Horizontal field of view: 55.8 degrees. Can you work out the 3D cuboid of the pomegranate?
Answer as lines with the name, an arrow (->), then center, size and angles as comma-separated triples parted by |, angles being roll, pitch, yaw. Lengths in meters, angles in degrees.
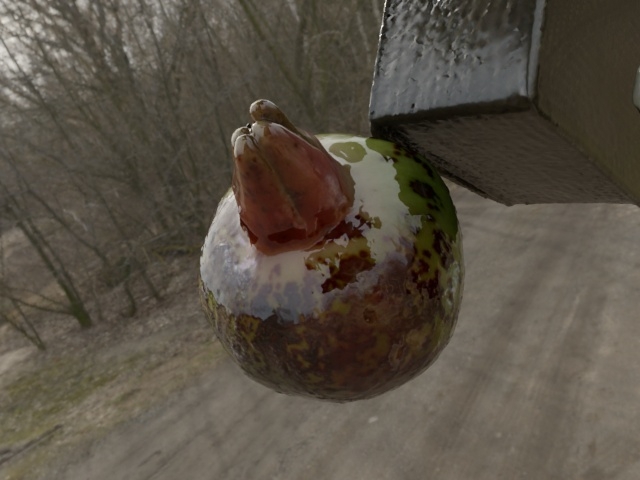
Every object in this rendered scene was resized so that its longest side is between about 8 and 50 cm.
pomegranate -> 0.000, 0.000, 0.437 | 0.214, 0.248, 0.214 | -9, 55, 13

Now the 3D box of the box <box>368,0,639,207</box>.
box -> 0.183, -0.139, 0.523 | 0.143, 0.184, 0.273 | 4, -9, 43

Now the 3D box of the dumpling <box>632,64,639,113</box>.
dumpling -> 0.271, -0.059, 0.353 | 0.092, 0.176, 0.150 | 8, -33, -28
